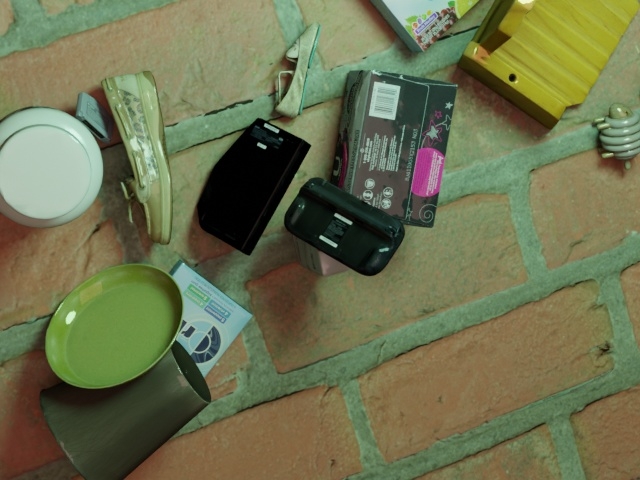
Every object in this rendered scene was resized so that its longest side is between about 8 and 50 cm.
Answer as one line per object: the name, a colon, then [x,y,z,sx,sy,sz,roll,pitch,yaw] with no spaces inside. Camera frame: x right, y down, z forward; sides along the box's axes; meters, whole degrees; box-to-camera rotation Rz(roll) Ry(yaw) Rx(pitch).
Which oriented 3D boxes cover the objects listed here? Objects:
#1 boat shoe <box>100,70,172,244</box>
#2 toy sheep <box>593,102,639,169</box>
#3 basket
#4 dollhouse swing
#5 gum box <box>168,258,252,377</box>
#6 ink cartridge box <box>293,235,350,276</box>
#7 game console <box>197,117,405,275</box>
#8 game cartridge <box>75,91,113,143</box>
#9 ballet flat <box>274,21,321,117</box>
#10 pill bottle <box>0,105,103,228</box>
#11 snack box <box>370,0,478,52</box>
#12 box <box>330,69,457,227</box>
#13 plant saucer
boat shoe: [-0.295,-0.131,1.831,0.089,0.104,0.285,-9,91,-10]
toy sheep: [0.555,-0.192,2.063,0.091,0.091,0.132,-22,118,-11]
basket: [-0.306,0.272,1.832,0.227,0.154,0.204,-31,99,4]
dollhouse swing: [0.438,-0.399,1.882,0.315,0.305,0.347,31,88,-18]
gum box: [-0.235,0.152,1.916,0.157,0.041,0.184,38,87,-18]
ink cartridge box: [0.000,0.000,1.909,0.056,0.135,0.099,-15,103,-16]
game console: [-0.034,-0.046,1.821,0.213,0.361,0.044,-60,153,1]
game cartridge: [-0.365,-0.200,1.808,0.017,0.056,0.083,-15,144,24]
ballet flat: [-0.041,-0.292,1.895,0.052,0.057,0.168,13,95,-7]
pill bottle: [-0.419,-0.112,1.678,0.176,0.318,0.176,-2,98,-15]
snack box: [0.187,-0.456,1.924,0.207,0.070,0.174,-43,106,-7]
box: [0.117,-0.159,1.914,0.163,0.142,0.247,8,95,-15]
plant saucer: [-0.328,0.144,1.813,0.241,0.241,0.037,-33,139,-9]
